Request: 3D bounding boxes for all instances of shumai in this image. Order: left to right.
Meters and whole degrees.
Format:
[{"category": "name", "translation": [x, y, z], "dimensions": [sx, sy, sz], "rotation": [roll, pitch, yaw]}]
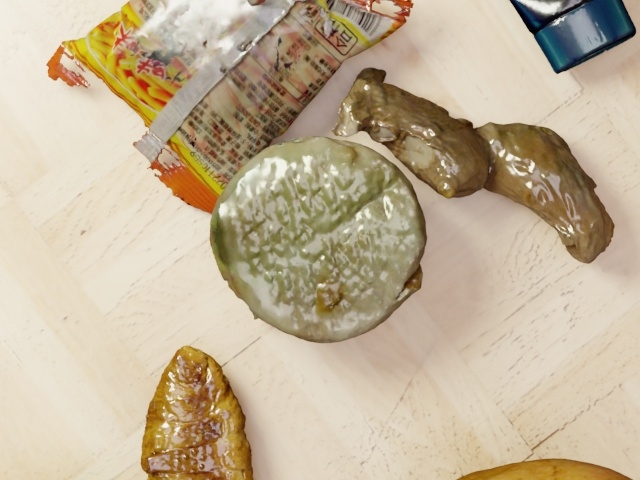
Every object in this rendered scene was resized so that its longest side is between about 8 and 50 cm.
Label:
[{"category": "shumai", "translation": [0.000, 0.000, 1.485], "dimensions": [0.201, 0.120, 0.201], "rotation": [0, 96, 2]}]

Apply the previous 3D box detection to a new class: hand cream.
[{"category": "hand cream", "translation": [0.199, -0.294, 1.513], "dimensions": [0.120, 0.061, 0.270], "rotation": [-27, 85, 5]}]

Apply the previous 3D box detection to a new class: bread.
[{"category": "bread", "translation": [-0.117, 0.216, 1.516], "dimensions": [0.105, 0.076, 0.233], "rotation": [-10, 86, -12]}]

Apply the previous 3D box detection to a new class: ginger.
[{"category": "ginger", "translation": [0.153, -0.075, 1.497], "dimensions": [0.290, 0.122, 0.084], "rotation": [26, 124, -5]}]

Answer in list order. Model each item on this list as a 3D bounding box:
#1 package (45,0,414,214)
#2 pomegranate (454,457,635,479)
[{"category": "package", "translation": [-0.087, -0.187, 1.482], "dimensions": [0.223, 0.108, 0.288], "rotation": [43, 94, -1]}, {"category": "pomegranate", "translation": [0.194, 0.366, 1.425], "dimensions": [0.338, 0.338, 0.338], "rotation": [0, 93, -1]}]
